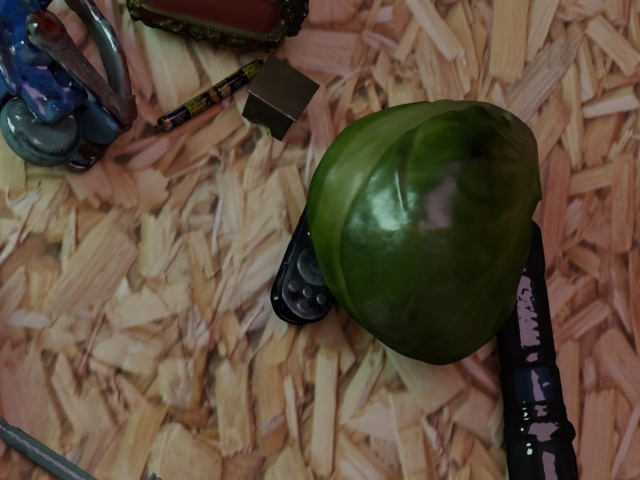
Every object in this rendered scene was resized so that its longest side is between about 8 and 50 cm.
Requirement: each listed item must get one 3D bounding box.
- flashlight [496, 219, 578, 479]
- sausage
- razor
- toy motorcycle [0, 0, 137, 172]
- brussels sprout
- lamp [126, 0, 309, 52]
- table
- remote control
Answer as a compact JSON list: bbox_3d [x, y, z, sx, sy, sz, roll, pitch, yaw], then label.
[{"bbox_3d":[0.286,0.169,1.918,0.103,0.103,0.424,0,69,-14],"label":"flashlight"},{"bbox_3d":[-0.156,-0.206,1.964,0.198,0.028,0.025,-35,59,-23],"label":"sausage"},{"bbox_3d":[-0.321,0.288,1.741,0.232,0.068,0.106,33,65,6],"label":"razor"},{"bbox_3d":[-0.388,-0.242,1.866,0.182,0.241,0.319,-34,87,19],"label":"toy motorcycle"},{"bbox_3d":[0.145,-0.033,1.819,0.315,0.276,0.371,40,57,-29],"label":"brussels sprout"},{"bbox_3d":[-0.150,-0.366,1.943,0.274,0.177,0.177,13,69,-10],"label":"lamp"},{"bbox_3d":[-0.061,-0.200,1.956,0.083,0.082,0.070,32,67,-1],"label":"table"},{"bbox_3d":[0.000,0.000,1.921,0.090,0.066,0.266,30,62,-18],"label":"remote control"}]
